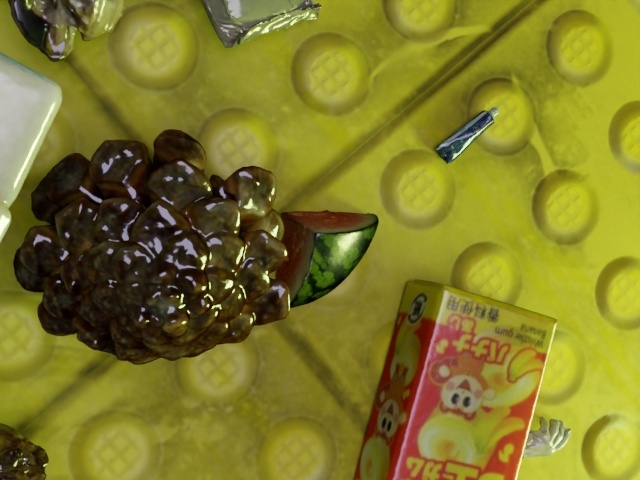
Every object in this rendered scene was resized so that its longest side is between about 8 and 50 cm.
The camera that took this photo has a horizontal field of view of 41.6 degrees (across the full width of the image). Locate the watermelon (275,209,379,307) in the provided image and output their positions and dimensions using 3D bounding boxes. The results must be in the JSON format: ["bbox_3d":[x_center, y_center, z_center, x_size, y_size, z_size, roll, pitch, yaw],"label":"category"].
[{"bbox_3d":[0.000,0.000,0.847,0.094,0.125,0.135,38,47,16],"label":"watermelon"}]

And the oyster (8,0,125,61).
[{"bbox_3d":[-0.286,-0.320,0.717,0.198,0.133,0.337,-45,104,-14],"label":"oyster"}]

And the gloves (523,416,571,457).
[{"bbox_3d":[0.242,0.223,0.931,0.081,0.037,0.044,-28,134,-20],"label":"gloves"}]

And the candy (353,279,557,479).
[{"bbox_3d":[0.132,0.190,0.869,0.146,0.088,0.276,18,86,-17],"label":"candy"}]

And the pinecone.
[{"bbox_3d":[-0.144,0.005,0.727,0.229,0.201,0.202,2,94,-14],"label":"pinecone"}]

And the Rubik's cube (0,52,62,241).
[{"bbox_3d":[-0.407,-0.031,0.553,0.316,0.322,0.318,27,83,-30],"label":"Rubik's cube"}]

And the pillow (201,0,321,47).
[{"bbox_3d":[-0.084,-0.298,0.816,0.119,0.053,0.208,-23,97,-19],"label":"pillow"}]

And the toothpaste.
[{"bbox_3d":[0.160,-0.116,0.910,0.083,0.019,0.027,-41,118,-8],"label":"toothpaste"}]

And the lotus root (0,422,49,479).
[{"bbox_3d":[-0.363,0.212,0.720,0.258,0.097,0.110,-6,85,-9],"label":"lotus root"}]
